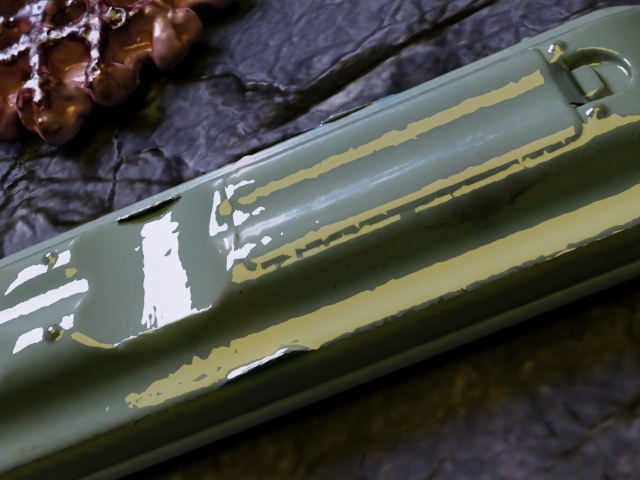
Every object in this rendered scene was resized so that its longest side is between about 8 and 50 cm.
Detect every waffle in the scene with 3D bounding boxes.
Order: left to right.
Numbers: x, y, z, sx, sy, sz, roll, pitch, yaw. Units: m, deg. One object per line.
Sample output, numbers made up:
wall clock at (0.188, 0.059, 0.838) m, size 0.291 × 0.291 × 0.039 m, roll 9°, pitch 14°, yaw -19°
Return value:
waffle at (-0.163, -0.150, 0.687) m, size 0.234 × 0.055 × 0.221 m, roll 20°, pitch 59°, yaw 32°

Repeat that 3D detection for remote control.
remote control at (0.000, 0.000, 0.460) m, size 0.335 × 0.065 × 0.128 m, roll -22°, pitch 47°, yaw 6°
